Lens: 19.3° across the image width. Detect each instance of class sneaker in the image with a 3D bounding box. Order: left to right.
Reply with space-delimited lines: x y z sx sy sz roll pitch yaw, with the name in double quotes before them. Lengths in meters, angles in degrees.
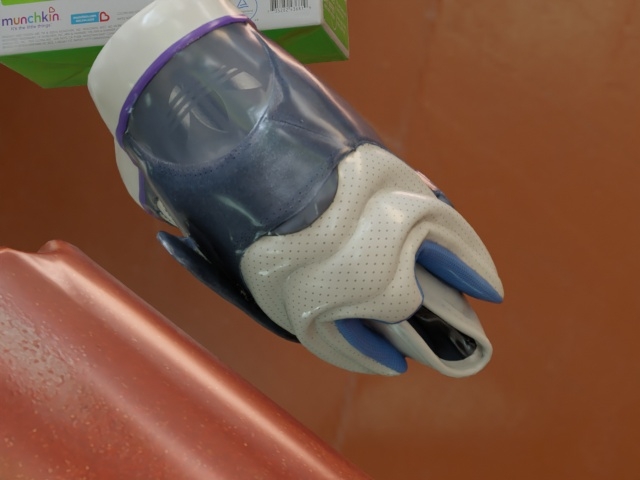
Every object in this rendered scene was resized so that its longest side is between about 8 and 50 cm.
"sneaker" 0.000 0.000 1.044 0.236 0.130 0.323 48 179 13

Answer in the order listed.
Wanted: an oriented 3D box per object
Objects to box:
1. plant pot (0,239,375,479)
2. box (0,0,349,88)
"plant pot" -0.067 0.157 0.657 0.265 0.272 0.272 42 136 14
"box" -0.120 -0.254 1.478 0.127 0.262 0.231 37 -131 -76
